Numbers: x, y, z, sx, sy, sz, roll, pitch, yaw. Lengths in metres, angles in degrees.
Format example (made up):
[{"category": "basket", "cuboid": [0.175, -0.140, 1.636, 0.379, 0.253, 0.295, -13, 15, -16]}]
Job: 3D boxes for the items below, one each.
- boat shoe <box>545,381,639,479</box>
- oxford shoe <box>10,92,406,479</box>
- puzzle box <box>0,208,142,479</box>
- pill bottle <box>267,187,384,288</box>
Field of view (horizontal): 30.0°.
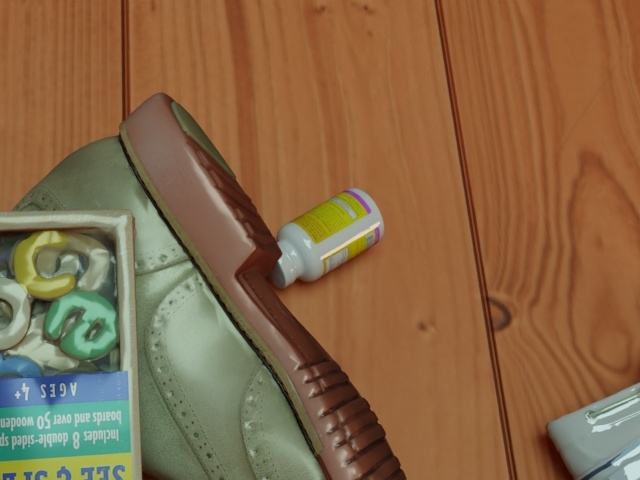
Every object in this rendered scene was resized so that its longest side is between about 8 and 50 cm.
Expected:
[{"category": "boat shoe", "cuboid": [0.253, 0.094, 0.802, 0.226, 0.083, 0.076, -27, 73, -24]}, {"category": "oxford shoe", "cuboid": [-0.052, 0.112, 0.715, 0.146, 0.140, 0.397, -31, 75, 5]}, {"category": "puzzle box", "cuboid": [-0.293, 0.126, 0.601, 0.408, 0.052, 0.272, -3, 83, -9]}, {"category": "pill bottle", "cuboid": [0.000, 0.000, 0.811, 0.083, 0.043, 0.043, -30, 73, -26]}]
